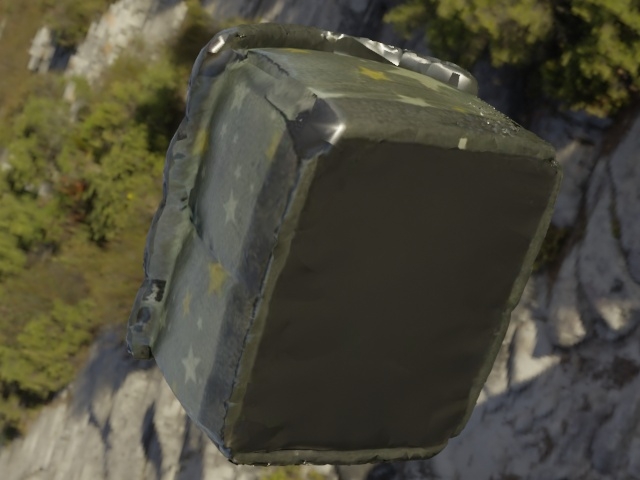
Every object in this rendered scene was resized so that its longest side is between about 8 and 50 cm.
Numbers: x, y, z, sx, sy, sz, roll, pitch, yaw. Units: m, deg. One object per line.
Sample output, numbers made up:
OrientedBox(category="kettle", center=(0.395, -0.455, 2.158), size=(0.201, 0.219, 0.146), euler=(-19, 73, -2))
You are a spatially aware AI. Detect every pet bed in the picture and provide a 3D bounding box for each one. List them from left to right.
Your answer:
OrientedBox(category="pet bed", center=(0.000, 0.000, 0.606), size=(0.159, 0.183, 0.210), euler=(46, 126, 51))
